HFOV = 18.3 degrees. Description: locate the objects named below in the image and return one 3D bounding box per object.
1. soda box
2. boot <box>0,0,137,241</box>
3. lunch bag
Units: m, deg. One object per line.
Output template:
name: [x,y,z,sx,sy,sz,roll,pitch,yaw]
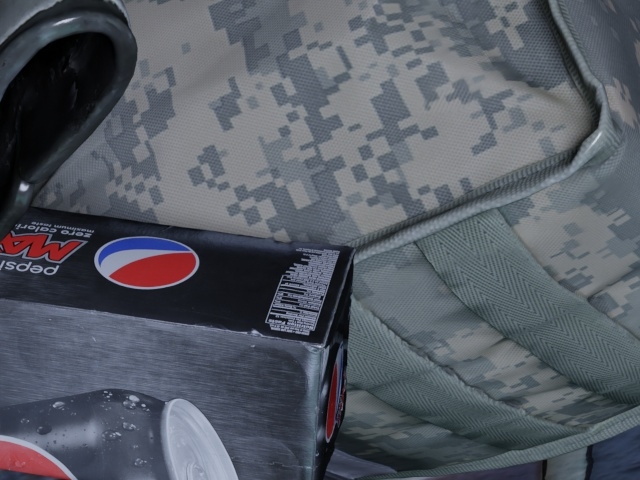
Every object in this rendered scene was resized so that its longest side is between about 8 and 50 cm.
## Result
soda box: [-0.078,0.027,0.548,0.169,0.053,0.060,8,118,7]
boot: [-0.065,-0.104,0.457,0.083,0.161,0.246,0,147,-33]
lunch bag: [0.000,0.000,0.694,0.287,0.169,0.235,-23,151,22]
